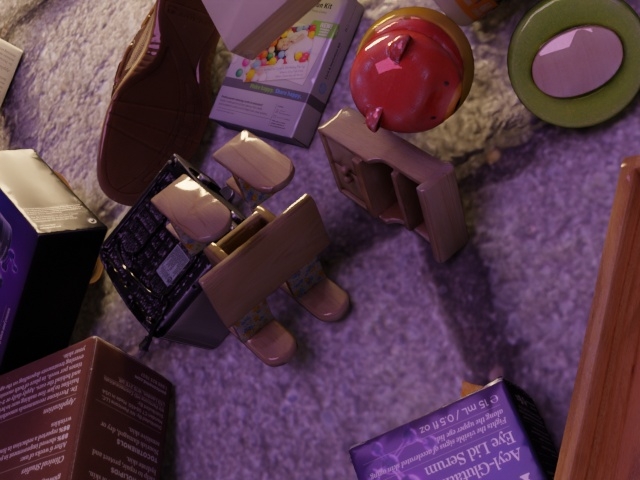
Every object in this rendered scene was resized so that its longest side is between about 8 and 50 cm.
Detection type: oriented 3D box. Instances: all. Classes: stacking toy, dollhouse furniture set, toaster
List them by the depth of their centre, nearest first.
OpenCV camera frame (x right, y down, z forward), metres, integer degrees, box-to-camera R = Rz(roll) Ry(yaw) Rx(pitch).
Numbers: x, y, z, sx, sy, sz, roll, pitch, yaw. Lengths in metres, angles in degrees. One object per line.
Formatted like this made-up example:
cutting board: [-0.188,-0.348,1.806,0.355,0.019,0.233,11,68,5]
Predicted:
stacking toy: [0.164,-0.226,0.810,0.279,0.130,0.309,12,110,13]
dollhouse furniture set: [0.000,0.000,0.902,0.242,0.212,0.161,-40,49,-16]
toaster: [-0.156,0.023,1.060,0.186,0.110,0.168,-50,52,9]

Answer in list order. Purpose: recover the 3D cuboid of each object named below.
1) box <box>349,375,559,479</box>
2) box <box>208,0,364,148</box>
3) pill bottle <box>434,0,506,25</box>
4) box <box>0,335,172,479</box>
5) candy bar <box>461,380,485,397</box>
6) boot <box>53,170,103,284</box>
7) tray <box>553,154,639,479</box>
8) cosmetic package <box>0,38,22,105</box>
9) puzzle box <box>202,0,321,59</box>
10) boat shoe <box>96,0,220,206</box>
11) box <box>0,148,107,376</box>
box: [0.138,0.244,0.761,0.153,0.108,0.207,-29,62,15]
box: [-0.043,-0.215,1.114,0.145,0.038,0.186,19,84,38]
pill bottle: [0.216,-0.349,0.909,0.272,0.152,0.152,-31,58,23]
box: [-0.286,0.314,0.974,0.191,0.143,0.381,-22,45,28]
candy bar: [0.134,0.213,0.848,0.040,0.018,0.161,5,76,36]
boot: [-0.377,0.019,1.252,0.152,0.073,0.197,-44,55,24]
tray: [0.280,0.115,0.628,0.203,0.076,0.411,-8,55,48]
cosmetic package: [-0.642,-0.178,1.421,0.155,0.197,0.365,18,83,38]
puzzle box: [-0.083,-0.459,1.100,0.272,0.052,0.409,-36,69,24]
boat shoe: [-0.210,-0.203,1.193,0.123,0.123,0.342,-10,65,66]
box: [-0.391,0.042,1.158,0.184,0.103,0.261,42,121,32]
